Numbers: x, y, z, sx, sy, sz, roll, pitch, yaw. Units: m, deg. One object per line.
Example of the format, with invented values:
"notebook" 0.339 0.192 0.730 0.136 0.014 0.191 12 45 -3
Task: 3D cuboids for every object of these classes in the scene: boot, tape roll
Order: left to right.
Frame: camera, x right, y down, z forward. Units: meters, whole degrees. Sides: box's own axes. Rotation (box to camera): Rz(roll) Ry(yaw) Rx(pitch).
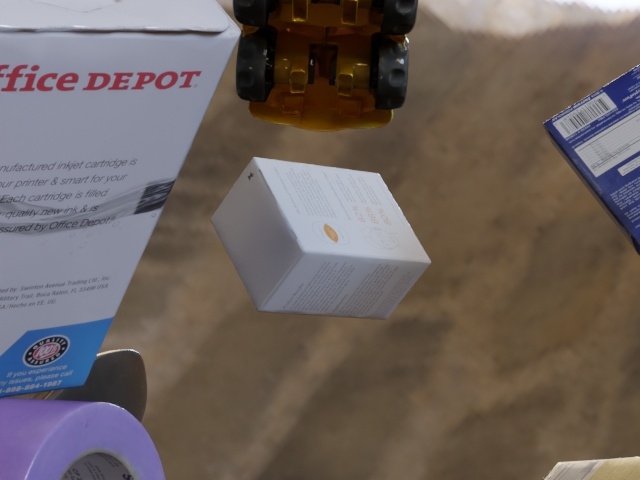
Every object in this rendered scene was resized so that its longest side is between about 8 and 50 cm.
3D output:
"boot" -0.273 0.178 1.915 0.115 0.112 0.305 1 -162 28
"tape roll" -0.180 0.198 1.307 0.080 0.189 0.189 0 -145 26

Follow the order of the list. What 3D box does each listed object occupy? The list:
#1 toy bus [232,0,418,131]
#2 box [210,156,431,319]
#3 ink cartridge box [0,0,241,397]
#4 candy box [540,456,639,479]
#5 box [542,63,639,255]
"toy bus" 0.005 -0.231 1.693 0.220 0.149 0.211 93 0 -51
"box" 0.000 0.000 1.984 0.091 0.170 0.130 -53 -131 32
"ink cartridge box" -0.277 -0.059 1.604 0.285 0.166 0.395 -5 134 -41
"candy box" 0.315 0.280 2.049 0.053 0.109 0.186 -41 -167 -29
"box" 0.309 -0.072 1.808 0.136 0.036 0.225 -31 -140 1
